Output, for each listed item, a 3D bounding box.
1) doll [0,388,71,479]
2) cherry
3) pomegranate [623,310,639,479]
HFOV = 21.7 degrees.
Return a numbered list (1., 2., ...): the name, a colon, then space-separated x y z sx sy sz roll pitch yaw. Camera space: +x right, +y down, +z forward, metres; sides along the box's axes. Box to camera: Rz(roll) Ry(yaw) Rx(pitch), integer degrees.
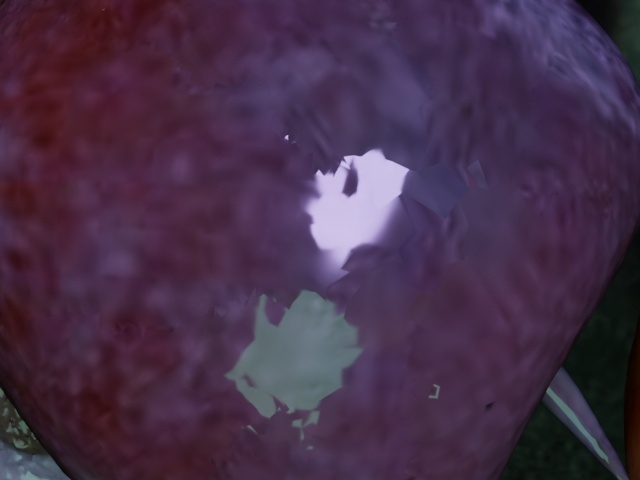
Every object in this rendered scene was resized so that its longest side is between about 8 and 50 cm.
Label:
1. doll: -0.106 0.107 0.731 0.115 0.105 0.221 -33 131 -21
2. cherry: 0.000 0.000 0.579 0.285 0.236 0.213 38 161 4
3. pomegranate: 0.203 0.066 0.614 0.191 0.191 0.191 3 123 5
